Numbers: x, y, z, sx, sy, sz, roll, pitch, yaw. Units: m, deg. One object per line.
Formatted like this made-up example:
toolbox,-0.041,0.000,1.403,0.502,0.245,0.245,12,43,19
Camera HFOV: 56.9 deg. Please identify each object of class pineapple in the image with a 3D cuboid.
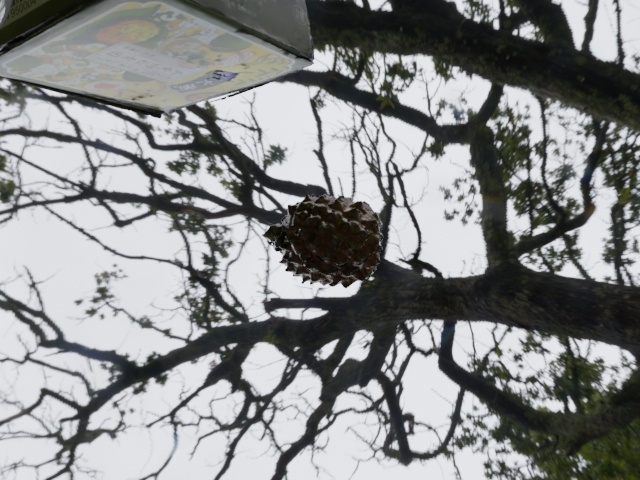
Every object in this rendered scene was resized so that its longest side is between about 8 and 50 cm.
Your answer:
pineapple,0.000,0.000,0.968,0.193,0.166,0.166,8,-91,-9

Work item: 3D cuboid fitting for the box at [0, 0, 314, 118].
box,-0.271,-0.336,0.943,0.373,0.420,0.138,-11,-94,30

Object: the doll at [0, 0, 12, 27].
doll,-0.352,-0.191,0.418,0.187,0.365,0.376,17,-88,-15
